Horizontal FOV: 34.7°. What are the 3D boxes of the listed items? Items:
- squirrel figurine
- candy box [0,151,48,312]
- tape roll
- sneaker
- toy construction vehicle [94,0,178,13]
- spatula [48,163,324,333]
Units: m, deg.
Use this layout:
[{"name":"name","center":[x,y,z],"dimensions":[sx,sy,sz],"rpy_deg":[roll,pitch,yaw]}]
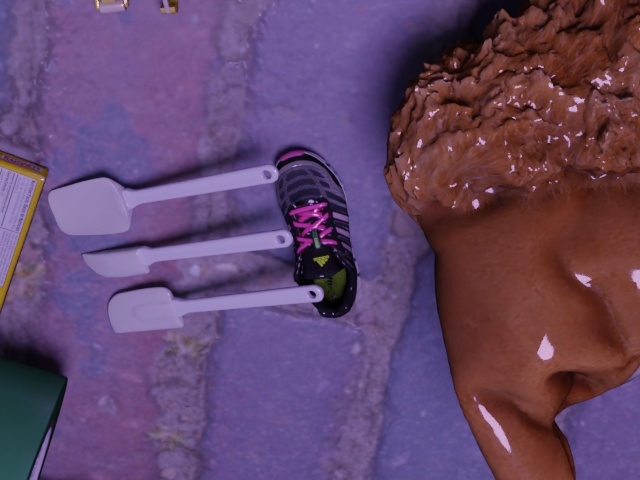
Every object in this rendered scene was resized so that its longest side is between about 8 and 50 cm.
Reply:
[{"name":"squirrel figurine","center":[0.267,-0.040,0.782],"dimensions":[0.371,0.281,0.397],"rpy_deg":[-22,104,28]},{"name":"candy box","center":[-0.337,0.003,0.971],"dimensions":[0.105,0.027,0.205],"rpy_deg":[20,117,-13]},{"name":"tape roll","center":[-0.320,0.269,0.947],"dimensions":[0.077,0.321,0.321],"rpy_deg":[18,117,-8]},{"name":"sneaker","center":[0.000,0.000,0.940],"dimensions":[0.063,0.074,0.170],"rpy_deg":[-12,117,7]},{"name":"toy construction vehicle","center":[-0.161,-0.232,0.840],"dimensions":[0.086,0.035,0.098],"rpy_deg":[-2,118,2]},{"name":"spatula","center":[-0.126,0.008,0.939],"dimensions":[0.242,0.019,0.168],"rpy_deg":[-8,113,27]}]
